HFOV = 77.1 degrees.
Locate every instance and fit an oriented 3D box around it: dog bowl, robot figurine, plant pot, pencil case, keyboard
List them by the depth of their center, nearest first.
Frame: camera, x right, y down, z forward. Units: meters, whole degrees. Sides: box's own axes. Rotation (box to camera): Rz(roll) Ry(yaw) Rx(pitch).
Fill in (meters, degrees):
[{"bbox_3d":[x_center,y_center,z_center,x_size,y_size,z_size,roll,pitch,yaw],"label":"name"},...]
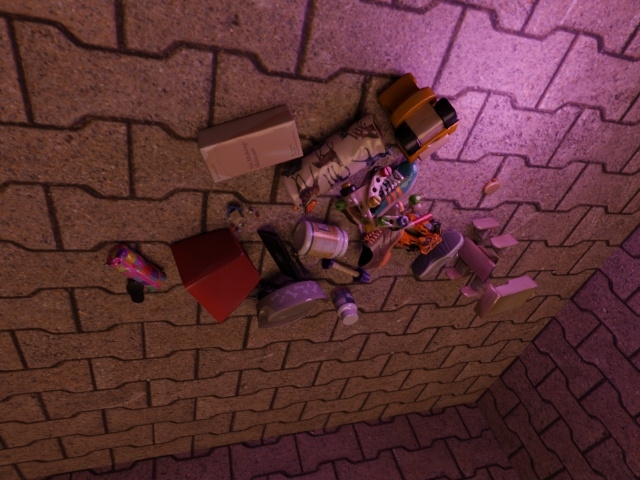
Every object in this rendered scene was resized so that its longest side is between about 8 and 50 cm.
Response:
[{"bbox_3d":[0.049,-0.271,1.447,0.411,0.159,0.183,-31,120,9],"label":"pencil case"},{"bbox_3d":[-0.715,0.111,1.563,0.105,0.104,0.236,-32,136,10],"label":"pencil case"},{"bbox_3d":[-0.396,0.114,1.592,0.236,0.267,0.267,-32,135,-7],"label":"plant pot"},{"bbox_3d":[-0.140,0.075,1.706,0.033,0.202,0.317,-53,143,-24],"label":"keyboard"},{"bbox_3d":[-0.140,0.297,1.868,0.349,0.102,0.348,-19,160,-8],"label":"dog bowl"},{"bbox_3d":[0.449,-0.025,1.876,0.291,0.085,0.211,24,121,-35],"label":"robot figurine"}]

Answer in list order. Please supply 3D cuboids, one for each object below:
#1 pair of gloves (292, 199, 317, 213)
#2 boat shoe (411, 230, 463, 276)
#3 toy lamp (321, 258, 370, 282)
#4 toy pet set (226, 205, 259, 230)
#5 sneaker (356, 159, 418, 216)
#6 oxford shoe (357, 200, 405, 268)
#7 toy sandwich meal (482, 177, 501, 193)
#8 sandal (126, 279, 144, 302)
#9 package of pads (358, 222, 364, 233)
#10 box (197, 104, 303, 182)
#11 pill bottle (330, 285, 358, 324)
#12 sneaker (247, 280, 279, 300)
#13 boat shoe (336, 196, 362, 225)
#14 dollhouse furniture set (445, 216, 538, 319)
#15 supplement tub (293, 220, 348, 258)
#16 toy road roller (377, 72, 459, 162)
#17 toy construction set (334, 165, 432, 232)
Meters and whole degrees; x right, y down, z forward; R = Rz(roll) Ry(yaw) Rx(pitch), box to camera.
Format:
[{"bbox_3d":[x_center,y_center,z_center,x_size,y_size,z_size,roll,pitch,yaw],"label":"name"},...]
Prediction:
[{"bbox_3d":[-0.063,-0.143,1.631,0.083,0.010,0.074,20,124,-30],"label":"pair of gloves"},{"bbox_3d":[0.594,0.073,2.006,0.103,0.118,0.320,11,131,-36],"label":"boat shoe"},{"bbox_3d":[0.129,0.146,1.923,0.275,0.080,0.080,22,121,-35],"label":"toy lamp"},{"bbox_3d":[-0.320,-0.098,1.562,0.122,0.065,0.114,-31,169,14],"label":"toy pet set"},{"bbox_3d":[0.265,-0.202,1.608,0.121,0.108,0.302,1,136,-50],"label":"sneaker"},{"bbox_3d":[0.260,-0.018,1.750,0.133,0.130,0.363,-11,128,-36],"label":"oxford shoe"},{"bbox_3d":[0.781,-0.248,1.831,0.086,0.029,0.085,-14,146,-9],"label":"toy sandwich meal"},{"bbox_3d":[-0.773,0.207,1.684,0.067,0.040,0.179,5,144,-17],"label":"sandal"},{"bbox_3d":[0.192,-0.068,1.778,0.050,0.032,0.083,-26,135,-1],"label":"package of pads"},{"bbox_3d":[-0.230,-0.319,1.326,0.312,0.121,0.147,-19,136,-3],"label":"box"},{"bbox_3d":[0.124,0.329,2.019,0.108,0.180,0.107,-11,134,-11],"label":"pill bottle"},{"bbox_3d":[-0.291,0.205,1.818,0.228,0.087,0.130,3,137,-16],"label":"sneaker"},{"bbox_3d":[0.124,-0.133,1.681,0.060,0.064,0.178,-55,135,-10],"label":"boat shoe"},{"bbox_3d":[0.778,0.154,1.937,0.257,0.394,0.361,-9,135,-25],"label":"dollhouse furniture set"},{"bbox_3d":[0.000,0.000,1.693,0.200,0.144,0.144,9,128,-27],"label":"supplement tub"},{"bbox_3d":[0.334,-0.432,1.411,0.203,0.240,0.329,-36,171,13],"label":"toy road roller"},{"bbox_3d":[0.193,-0.106,1.404,0.237,0.309,0.257,-24,123,-29],"label":"toy construction set"}]
